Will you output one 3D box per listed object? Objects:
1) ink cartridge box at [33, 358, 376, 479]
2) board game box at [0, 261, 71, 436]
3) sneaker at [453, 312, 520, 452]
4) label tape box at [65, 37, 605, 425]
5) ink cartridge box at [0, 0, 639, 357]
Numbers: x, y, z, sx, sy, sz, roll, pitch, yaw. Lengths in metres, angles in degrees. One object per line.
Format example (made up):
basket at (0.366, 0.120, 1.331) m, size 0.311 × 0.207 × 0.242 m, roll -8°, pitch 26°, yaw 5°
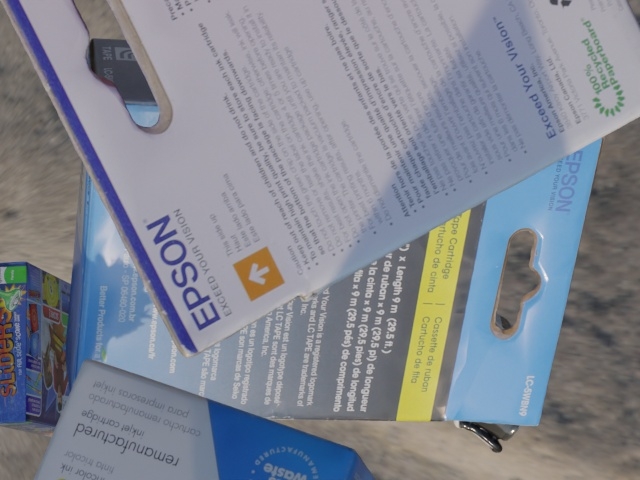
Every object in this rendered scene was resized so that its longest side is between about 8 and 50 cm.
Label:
ink cartridge box at (-0.078, 0.184, 0.774) m, size 0.134 × 0.078 × 0.231 m, roll 17°, pitch 75°, yaw 15°
board game box at (-0.242, 0.101, 1.571) m, size 0.035 × 0.201 × 0.136 m, roll -3°, pitch 79°, yaw 9°
sneaker at (0.087, 0.092, 1.742) m, size 0.257 × 0.447 × 0.169 m, roll 34°, pitch 105°, yaw 21°
label tape box at (0.000, 0.000, 1.226) m, size 0.333 × 0.106 × 0.240 m, roll 3°, pitch 119°, yaw -11°
ink cartridge box at (-0.008, -0.102, 0.668) m, size 0.224 × 0.045 × 0.223 m, roll -28°, pitch 97°, yaw -17°
